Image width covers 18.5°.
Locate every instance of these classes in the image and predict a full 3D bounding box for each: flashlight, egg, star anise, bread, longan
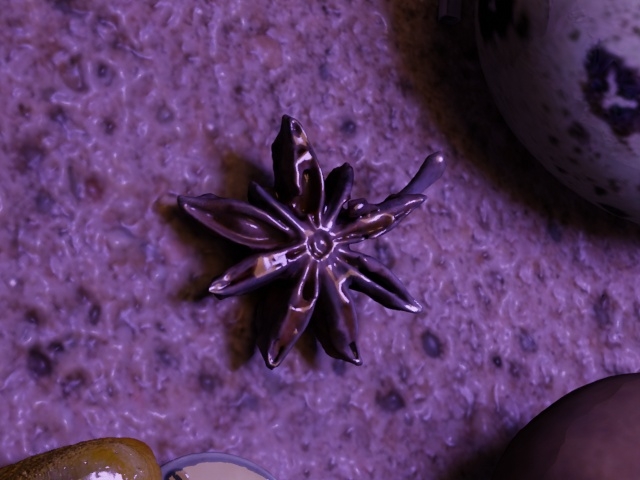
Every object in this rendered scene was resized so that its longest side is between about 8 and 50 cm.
[{"bbox_3d":[0.119,-0.239,1.790,0.018,0.018,0.083,14,70,-27],"label":"flashlight"},{"bbox_3d":[0.303,-0.160,1.726,0.379,0.288,0.287,40,59,-32],"label":"egg"},{"bbox_3d":[0.001,0.000,1.610,0.231,0.089,0.209,-5,92,-27],"label":"star anise"},{"bbox_3d":[-0.184,0.224,1.429,0.188,0.065,0.149,-19,81,-20],"label":"bread"},{"bbox_3d":[0.265,0.248,1.590,0.297,0.297,0.297,9,72,-30],"label":"longan"}]

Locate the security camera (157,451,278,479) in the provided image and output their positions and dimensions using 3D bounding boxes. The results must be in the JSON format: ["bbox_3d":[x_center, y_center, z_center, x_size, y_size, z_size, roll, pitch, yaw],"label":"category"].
[{"bbox_3d":[-0.021,0.265,1.536,0.302,0.080,0.157,18,70,-16],"label":"security camera"}]
